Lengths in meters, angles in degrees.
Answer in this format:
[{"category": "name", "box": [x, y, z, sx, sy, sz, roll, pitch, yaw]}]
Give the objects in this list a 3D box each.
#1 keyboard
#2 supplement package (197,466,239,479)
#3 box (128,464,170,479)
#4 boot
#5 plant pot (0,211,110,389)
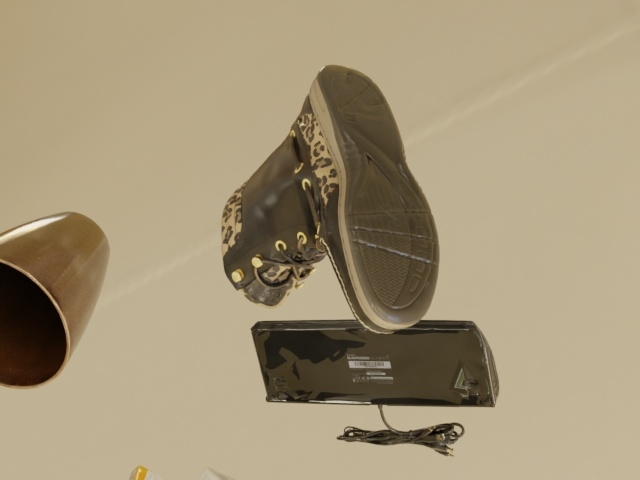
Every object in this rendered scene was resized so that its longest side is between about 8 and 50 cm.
[{"category": "keyboard", "box": [0.074, 0.185, 1.971, 0.317, 0.201, 0.033, -1, -153, 23]}, {"category": "supplement package", "box": [-0.073, 0.347, 1.698, 0.179, 0.105, 0.105, 32, -91, 46]}, {"category": "box", "box": [-0.176, 0.336, 1.859, 0.028, 0.136, 0.081, -41, -155, 46]}, {"category": "boot", "box": [0.000, 0.000, 1.960, 0.284, 0.138, 0.377, -45, -131, 41]}, {"category": "plant pot", "box": [-0.399, 0.059, 2.199, 0.215, 0.215, 0.230, -18, -159, 30]}]
